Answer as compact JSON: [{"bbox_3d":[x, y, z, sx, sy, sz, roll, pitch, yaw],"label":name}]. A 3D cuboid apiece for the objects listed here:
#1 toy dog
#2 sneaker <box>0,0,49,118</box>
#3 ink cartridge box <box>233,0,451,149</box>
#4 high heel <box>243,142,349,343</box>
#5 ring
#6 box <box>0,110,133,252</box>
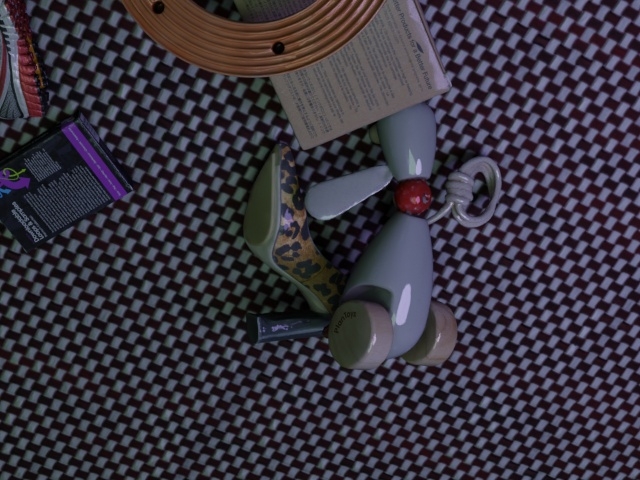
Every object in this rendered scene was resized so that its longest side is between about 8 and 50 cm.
[{"bbox_3d":[0.071,0.009,1.730,0.161,0.334,0.220,-1,152,45],"label":"toy dog"},{"bbox_3d":[-0.376,-0.234,1.601,0.092,0.088,0.225,-9,119,1],"label":"sneaker"},{"bbox_3d":[0.018,-0.249,1.631,0.193,0.088,0.235,-22,117,5],"label":"ink cartridge box"},{"bbox_3d":[0.000,0.000,1.792,0.186,0.093,0.261,-5,109,-29],"label":"high heel"},{"bbox_3d":[-0.071,-0.344,1.530,0.336,0.032,0.337,1,95,6],"label":"ring"},{"bbox_3d":[-0.327,-0.070,1.730,0.162,0.029,0.116,-30,117,9],"label":"box"}]
